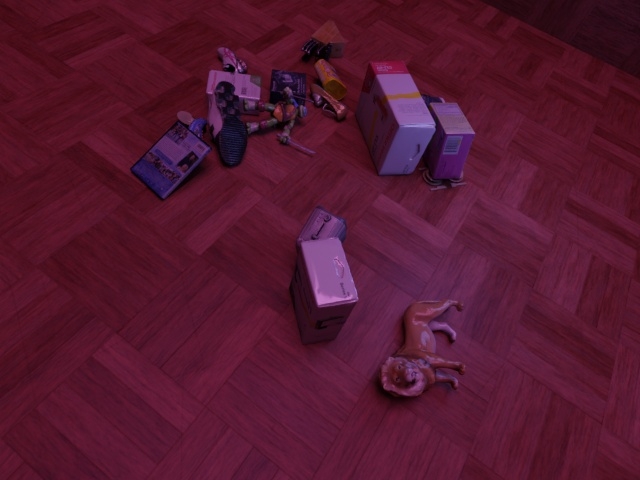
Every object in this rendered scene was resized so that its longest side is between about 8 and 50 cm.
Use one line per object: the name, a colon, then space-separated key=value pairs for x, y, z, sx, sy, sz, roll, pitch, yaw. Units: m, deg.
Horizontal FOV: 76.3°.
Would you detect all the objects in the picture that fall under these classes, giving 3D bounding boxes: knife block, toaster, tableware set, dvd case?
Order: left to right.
dvd case: x=-0.535 y=-0.292 z=1.459 sx=0.180 sy=0.022 sz=0.253 roll=39 pitch=82 yaw=15
knife block: x=-0.011 y=-1.001 z=2.064 sx=0.241 sy=0.088 sz=0.276 roll=-10 pitch=60 yaw=-19
toaster: x=0.000 y=0.000 z=1.341 sx=0.129 sy=0.227 sz=0.147 roll=31 pitch=73 yaw=10
tableware set: x=0.527 y=-0.284 z=1.732 sx=0.193 sy=0.039 sz=0.128 roll=-11 pitch=60 yaw=-19

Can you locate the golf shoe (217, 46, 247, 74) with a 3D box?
golf shoe: x=-0.421 y=-0.823 z=1.870 sx=0.186 sy=0.068 sz=0.086 roll=43 pitch=60 yaw=16

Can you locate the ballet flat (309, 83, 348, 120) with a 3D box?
ballet flat: x=0.020 y=-0.622 z=1.829 sx=0.232 sy=0.080 sz=0.073 roll=40 pitch=77 yaw=17

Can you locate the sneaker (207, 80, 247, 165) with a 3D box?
sneaker: x=-0.379 y=-0.440 z=1.609 sx=0.122 sy=0.146 sz=0.331 roll=3 pitch=76 yaw=-40

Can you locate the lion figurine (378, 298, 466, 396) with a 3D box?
lion figurine: x=0.310 y=0.309 z=1.251 sx=0.239 sy=0.142 sz=0.392 roll=12 pitch=41 yaw=5

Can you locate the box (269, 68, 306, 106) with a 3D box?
box: x=-0.145 y=-0.667 z=1.811 sx=0.158 sy=0.093 sz=0.156 roll=4 pitch=56 yaw=-8

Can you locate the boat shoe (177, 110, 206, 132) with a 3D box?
boat shoe: x=-0.517 y=-0.474 z=1.634 sx=0.132 sy=0.042 sz=0.049 roll=30 pitch=76 yaw=8

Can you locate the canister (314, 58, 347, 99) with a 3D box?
canister: x=0.044 y=-0.751 z=1.896 sx=0.126 sy=0.073 sz=0.170 roll=19 pitch=41 yaw=-46

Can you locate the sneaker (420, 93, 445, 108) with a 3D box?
sneaker: x=0.528 y=-0.603 z=1.907 sx=0.163 sy=0.086 sz=0.226 roll=4 pitch=46 yaw=-22

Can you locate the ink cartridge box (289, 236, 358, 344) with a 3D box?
ink cartridge box: x=-0.002 y=0.152 z=1.182 sx=0.116 sy=0.278 sz=0.202 roll=-7 pitch=58 yaw=-17

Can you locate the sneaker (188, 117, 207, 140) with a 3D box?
sneaker: x=-0.474 y=-0.366 z=1.549 sx=0.087 sy=0.083 sz=0.222 roll=21 pitch=70 yaw=-11

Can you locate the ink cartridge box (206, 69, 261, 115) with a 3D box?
ink cartridge box: x=-0.366 y=-0.630 z=1.738 sx=0.219 sy=0.093 sz=0.161 roll=4 pitch=56 yaw=-9

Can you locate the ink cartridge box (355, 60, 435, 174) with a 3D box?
ink cartridge box: x=0.291 y=-0.502 z=1.679 sx=0.160 sy=0.279 sz=0.385 roll=-6 pitch=58 yaw=-15

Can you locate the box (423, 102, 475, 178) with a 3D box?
box: x=0.511 y=-0.412 z=1.676 sx=0.117 sy=0.214 sz=0.243 roll=-1 pitch=46 yaw=-3

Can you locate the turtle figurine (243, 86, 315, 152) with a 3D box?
turtle figurine: x=-0.166 y=-0.500 z=1.633 sx=0.265 sy=0.198 sz=0.275 roll=-9 pitch=55 yaw=-13
